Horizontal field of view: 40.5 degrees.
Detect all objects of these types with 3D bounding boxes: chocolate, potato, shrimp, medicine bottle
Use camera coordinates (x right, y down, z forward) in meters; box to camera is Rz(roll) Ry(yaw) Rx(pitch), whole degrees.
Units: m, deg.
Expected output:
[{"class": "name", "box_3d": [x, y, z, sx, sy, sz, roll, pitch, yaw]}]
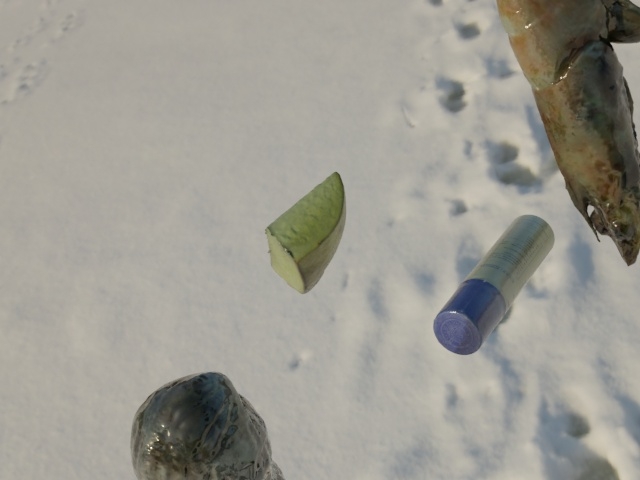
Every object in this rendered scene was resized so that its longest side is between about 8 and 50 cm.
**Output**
[{"class": "chocolate", "box_3d": [-0.083, 0.194, 0.710, 0.110, 0.248, 0.110, -9, 46, 9]}, {"class": "potato", "box_3d": [0.000, 0.000, 1.105, 0.120, 0.149, 0.081, -39, 74, -14]}, {"class": "shrimp", "box_3d": [0.163, -0.089, 0.395, 0.148, 0.195, 0.035, -27, 24, -4]}, {"class": "medicine bottle", "box_3d": [0.200, 0.044, 0.981, 0.059, 0.059, 0.231, 0, 27, 36]}]
